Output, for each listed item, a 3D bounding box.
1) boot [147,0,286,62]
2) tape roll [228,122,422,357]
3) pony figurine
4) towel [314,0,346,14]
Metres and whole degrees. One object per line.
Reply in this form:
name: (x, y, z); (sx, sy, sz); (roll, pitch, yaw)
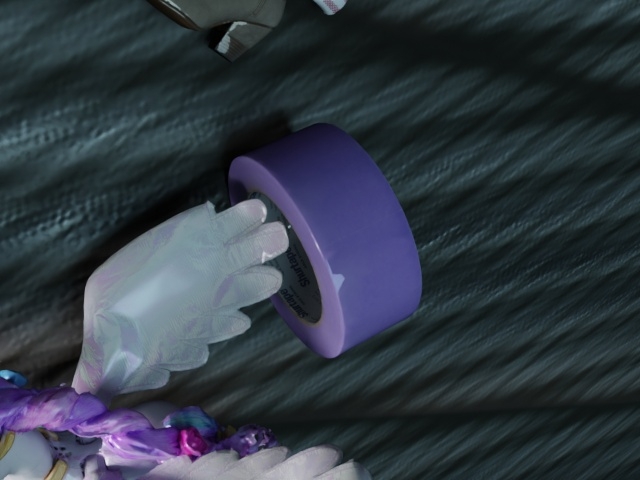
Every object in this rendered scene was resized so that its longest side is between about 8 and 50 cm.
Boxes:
boot: (-0.077, -0.197, 0.727); (0.118, 0.042, 0.087); (32, 91, -46)
tape roll: (0.000, 0.000, 0.809); (0.080, 0.189, 0.188); (-25, 131, -20)
pony figurine: (-0.150, 0.174, 0.775); (0.351, 0.302, 0.363); (-19, 148, -3)
towel: (0.033, -0.293, 0.740); (0.197, 0.029, 0.144); (-50, 135, 0)
